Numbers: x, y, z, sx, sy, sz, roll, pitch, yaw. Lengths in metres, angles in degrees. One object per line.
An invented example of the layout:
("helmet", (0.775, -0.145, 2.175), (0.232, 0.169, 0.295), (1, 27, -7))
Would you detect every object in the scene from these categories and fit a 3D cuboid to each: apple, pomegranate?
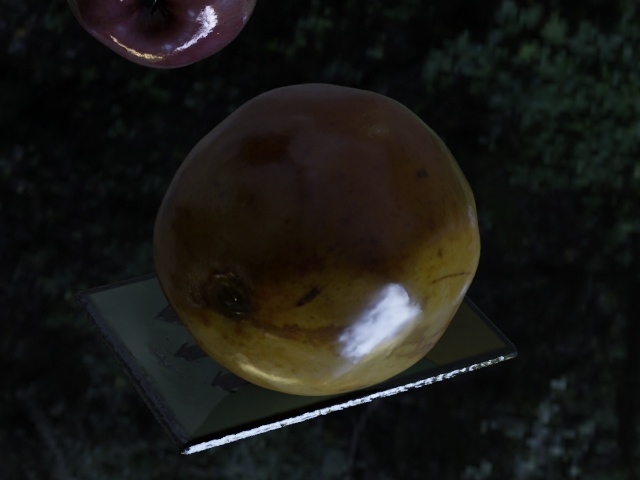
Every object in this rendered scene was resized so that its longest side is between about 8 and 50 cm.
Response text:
("apple", (-0.118, -0.200, 1.422), (0.153, 0.120, 0.153), (5, 123, 8))
("pomegranate", (0.000, 0.000, 1.561), (0.264, 0.264, 0.264), (7, 136, 6))

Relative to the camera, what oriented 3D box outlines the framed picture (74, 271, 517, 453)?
("framed picture", (-0.024, 0.074, 1.718), (0.323, 0.244, 0.013), (-14, 127, -24))
